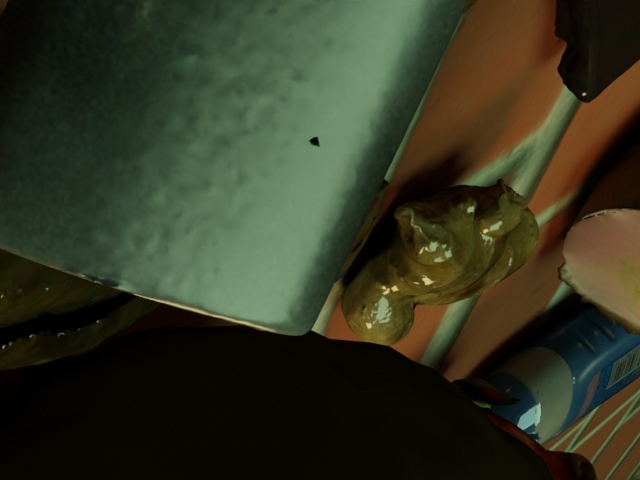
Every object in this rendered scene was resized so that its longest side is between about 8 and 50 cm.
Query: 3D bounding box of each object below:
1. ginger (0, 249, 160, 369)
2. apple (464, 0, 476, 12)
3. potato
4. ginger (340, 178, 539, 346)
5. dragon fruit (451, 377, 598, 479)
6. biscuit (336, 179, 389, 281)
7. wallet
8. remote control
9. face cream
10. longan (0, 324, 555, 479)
[{"bbox_3d":[-0.108,-0.018,0.513,0.309,0.107,0.133,4,104,-67],"label":"ginger"},{"bbox_3d":[0.042,-0.146,0.506,0.158,0.147,0.156,-30,-171,-4],"label":"apple"},{"bbox_3d":[0.344,-0.050,1.355,0.266,0.229,0.229,-55,167,-24],"label":"potato"},{"bbox_3d":[0.089,0.003,1.075,0.214,0.059,0.133,-21,155,-50],"label":"ginger"},{"bbox_3d":[0.109,0.226,1.350,0.224,0.227,0.224,-9,108,-30],"label":"dragon fruit"},{"bbox_3d":[0.000,0.000,0.932,0.119,0.019,0.130,-44,163,-3],"label":"biscuit"},{"bbox_3d":[0.218,-0.187,0.972,0.229,0.049,0.182,-41,161,-9],"label":"wallet"},{"bbox_3d":[0.030,-0.160,0.395,0.107,0.044,0.377,17,103,-32],"label":"remote control"},{"bbox_3d":[0.220,0.127,1.611,0.264,0.083,0.149,-25,153,-48],"label":"face cream"},{"bbox_3d":[-0.053,0.257,0.781,0.436,0.404,0.404,-47,164,-22],"label":"longan"}]
